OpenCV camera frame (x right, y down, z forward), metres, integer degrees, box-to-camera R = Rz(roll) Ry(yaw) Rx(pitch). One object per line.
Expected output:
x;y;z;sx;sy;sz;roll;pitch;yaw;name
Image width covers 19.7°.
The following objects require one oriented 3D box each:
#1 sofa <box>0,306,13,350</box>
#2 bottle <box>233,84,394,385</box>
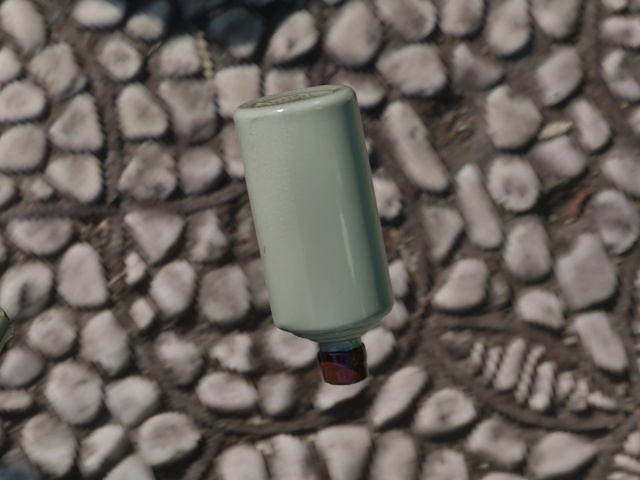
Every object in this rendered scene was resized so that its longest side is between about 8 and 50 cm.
-0.259;0.124;0.798;0.210;0.176;0.225;16;116;-26;sofa
0.000;0.000;1.521;0.104;0.104;0.245;-15;103;-21;bottle
